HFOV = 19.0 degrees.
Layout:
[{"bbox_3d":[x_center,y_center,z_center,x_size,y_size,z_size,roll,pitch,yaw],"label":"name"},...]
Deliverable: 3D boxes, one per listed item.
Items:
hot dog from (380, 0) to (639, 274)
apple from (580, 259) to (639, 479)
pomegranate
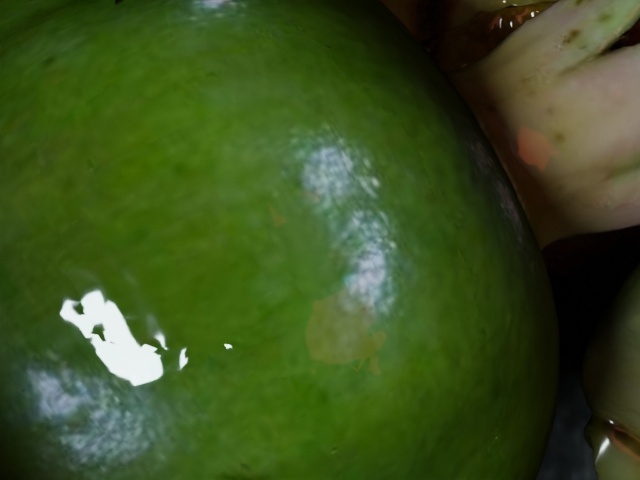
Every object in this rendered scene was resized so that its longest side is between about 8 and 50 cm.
[{"bbox_3d":[0.104,-0.072,0.600,0.213,0.103,0.146,-49,132,-21],"label":"hot dog"},{"bbox_3d":[0.205,0.094,0.573,0.233,0.258,0.295,-40,143,-62],"label":"apple"},{"bbox_3d":[0.001,0.002,0.477,0.225,0.187,0.187,-28,104,-4],"label":"pomegranate"}]
